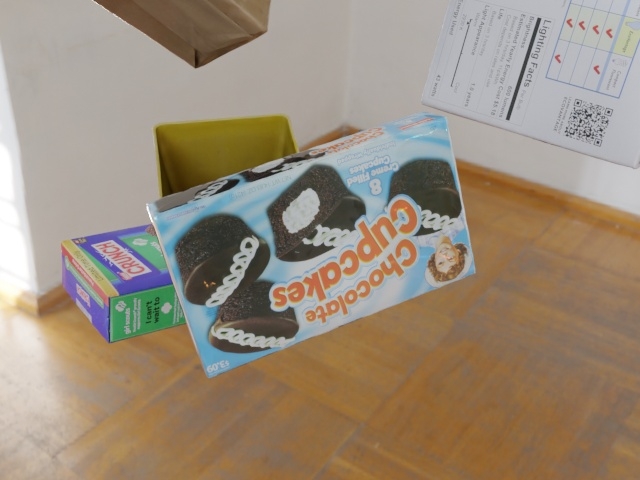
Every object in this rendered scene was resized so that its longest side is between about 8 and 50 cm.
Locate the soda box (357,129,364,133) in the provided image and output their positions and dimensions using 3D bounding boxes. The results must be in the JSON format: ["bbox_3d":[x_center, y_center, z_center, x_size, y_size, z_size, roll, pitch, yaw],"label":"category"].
[{"bbox_3d":[0.147,-0.166,1.538,0.169,0.060,0.053,14,27,12],"label":"soda box"}]

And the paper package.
[{"bbox_3d":[-0.208,-0.460,1.102,0.168,0.309,0.324,-12,65,33],"label":"paper package"}]

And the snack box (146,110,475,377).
[{"bbox_3d":[0.000,0.000,0.842,0.322,0.187,0.060,-20,22,-14],"label":"snack box"}]

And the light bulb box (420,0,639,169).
[{"bbox_3d":[0.404,-0.338,1.267,0.361,0.357,0.225,23,19,24],"label":"light bulb box"}]

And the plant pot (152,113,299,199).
[{"bbox_3d":[-0.137,-0.052,1.220,0.212,0.187,0.212,-7,46,-10],"label":"plant pot"}]

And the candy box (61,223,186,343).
[{"bbox_3d":[-0.345,0.070,1.653,0.317,0.122,0.268,-14,32,-33],"label":"candy box"}]
